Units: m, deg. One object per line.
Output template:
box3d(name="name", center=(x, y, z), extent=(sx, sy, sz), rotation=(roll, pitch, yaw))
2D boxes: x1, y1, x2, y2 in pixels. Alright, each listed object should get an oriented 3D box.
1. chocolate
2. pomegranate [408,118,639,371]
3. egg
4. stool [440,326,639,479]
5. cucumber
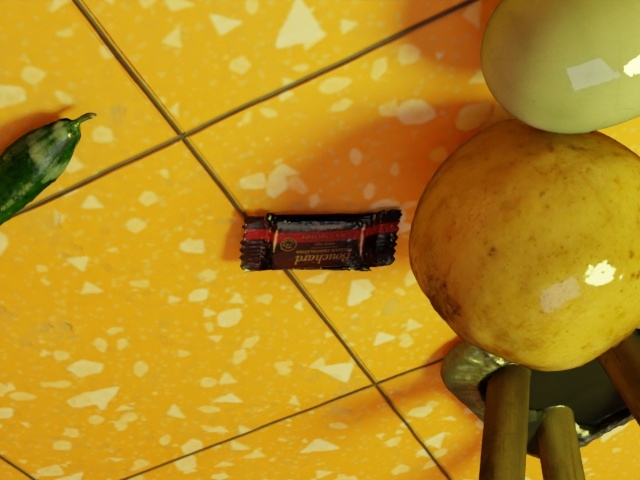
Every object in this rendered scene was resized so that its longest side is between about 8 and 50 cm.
box3d(name="chocolate", center=(0.000, 0.000, 1.095), extent=(0.182, 0.028, 0.086), rotation=(-2, 128, -9))
box3d(name="pomegranate", center=(0.214, 0.000, 0.972), extent=(0.260, 0.260, 0.260), rotation=(-5, 136, -5))
box3d(name="egg", center=(0.246, -0.174, 0.870), extent=(0.209, 0.151, 0.151), rotation=(-11, 136, 1))
box3d(name="stool", center=(0.353, 0.235, 1.254), extent=(0.310, 0.226, 0.310), rotation=(-30, 132, 23))
box3d(name="cucumber", center=(-0.309, -0.053, 0.969), extent=(0.250, 0.056, 0.056), rotation=(-35, 130, 25))
